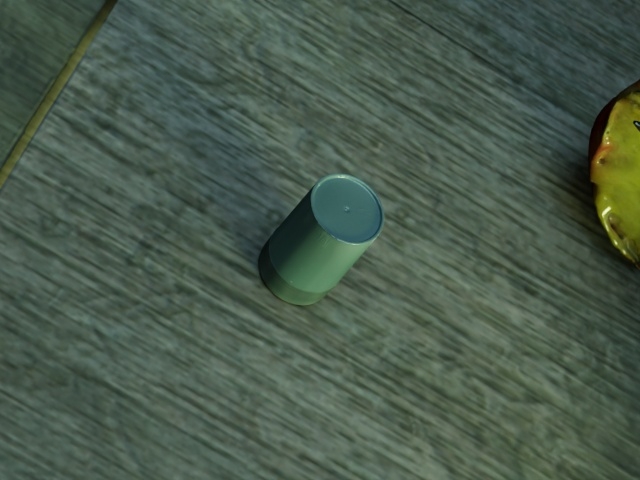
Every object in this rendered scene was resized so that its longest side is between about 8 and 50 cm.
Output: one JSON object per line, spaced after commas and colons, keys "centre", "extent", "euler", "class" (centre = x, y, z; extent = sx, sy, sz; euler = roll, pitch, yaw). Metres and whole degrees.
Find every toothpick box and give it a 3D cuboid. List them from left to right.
{"centre": [0.000, 0.000, 1.117], "extent": [0.052, 0.083, 0.052], "euler": [12, 58, -20], "class": "toothpick box"}

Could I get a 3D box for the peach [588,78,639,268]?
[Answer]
{"centre": [0.310, -0.020, 1.238], "extent": [0.267, 0.159, 0.154], "euler": [41, 63, 3], "class": "peach"}
